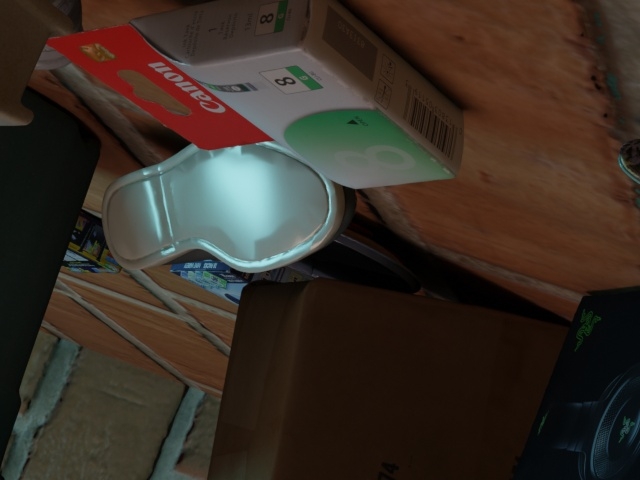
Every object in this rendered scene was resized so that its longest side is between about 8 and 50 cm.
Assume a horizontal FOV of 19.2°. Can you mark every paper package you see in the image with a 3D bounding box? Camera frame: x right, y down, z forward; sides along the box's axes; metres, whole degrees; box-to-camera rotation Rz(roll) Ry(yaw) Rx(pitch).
[{"bbox_3d":[0.062,0.214,1.710,0.310,0.324,0.168,12,172,-22],"label":"paper package"}]

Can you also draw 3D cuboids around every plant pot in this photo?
[{"bbox_3d":[-0.382,0.012,1.743,0.341,0.334,0.341,22,168,5],"label":"plant pot"}]

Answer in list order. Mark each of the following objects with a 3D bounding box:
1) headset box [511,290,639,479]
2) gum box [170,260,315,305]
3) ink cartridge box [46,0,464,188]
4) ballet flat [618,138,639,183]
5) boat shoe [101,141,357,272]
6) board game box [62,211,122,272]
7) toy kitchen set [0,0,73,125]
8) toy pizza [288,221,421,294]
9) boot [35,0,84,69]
[{"bbox_3d":[0.265,0.169,1.450,0.131,0.246,0.283,25,169,-14],"label":"headset box"},{"bbox_3d":[-0.049,0.055,2.032,0.184,0.041,0.157,27,168,-24],"label":"gum box"},{"bbox_3d":[-0.046,-0.088,1.223,0.225,0.056,0.181,-8,152,35],"label":"ink cartridge box"},{"bbox_3d":[0.232,-0.038,1.111,0.114,0.041,0.041,25,168,-11],"label":"ballet flat"},{"bbox_3d":[-0.062,-0.032,1.561,0.099,0.116,0.319,-9,-179,-38],"label":"boat shoe"},{"bbox_3d":[-0.313,-0.011,2.218,0.141,0.048,0.170,30,167,-22],"label":"board game box"},{"bbox_3d":[-0.233,-0.161,1.089,0.122,0.166,0.207,31,166,-34],"label":"toy kitchen set"},{"bbox_3d":[0.000,0.000,1.715,0.201,0.032,0.201,21,168,5],"label":"toy pizza"},{"bbox_3d":[-0.283,-0.179,1.276,0.258,0.095,0.123,21,161,5],"label":"boot"}]
